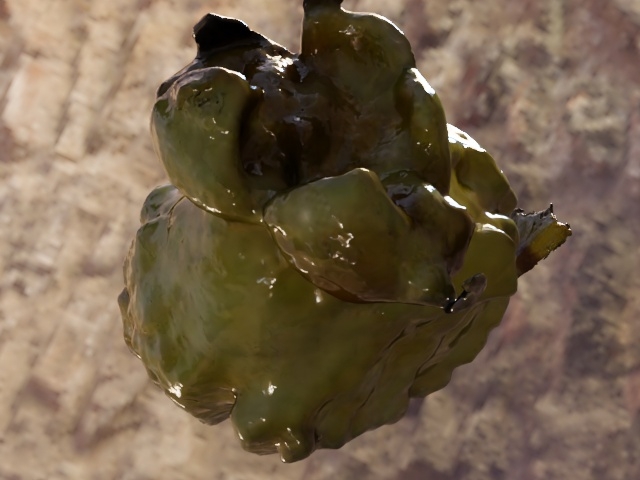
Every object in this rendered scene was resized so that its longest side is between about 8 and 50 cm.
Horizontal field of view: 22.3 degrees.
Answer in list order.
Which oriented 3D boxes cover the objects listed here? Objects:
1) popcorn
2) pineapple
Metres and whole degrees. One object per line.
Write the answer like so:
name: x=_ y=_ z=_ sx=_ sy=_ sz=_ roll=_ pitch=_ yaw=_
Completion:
popcorn: x=0.010 y=0.000 z=0.648 sx=0.195 sy=0.168 sz=0.173 roll=110 pitch=-31 yaw=-52
pineapple: x=0.106 y=0.008 z=0.956 sx=0.083 sy=0.019 sz=0.045 roll=-40 pitch=-149 yaw=6
